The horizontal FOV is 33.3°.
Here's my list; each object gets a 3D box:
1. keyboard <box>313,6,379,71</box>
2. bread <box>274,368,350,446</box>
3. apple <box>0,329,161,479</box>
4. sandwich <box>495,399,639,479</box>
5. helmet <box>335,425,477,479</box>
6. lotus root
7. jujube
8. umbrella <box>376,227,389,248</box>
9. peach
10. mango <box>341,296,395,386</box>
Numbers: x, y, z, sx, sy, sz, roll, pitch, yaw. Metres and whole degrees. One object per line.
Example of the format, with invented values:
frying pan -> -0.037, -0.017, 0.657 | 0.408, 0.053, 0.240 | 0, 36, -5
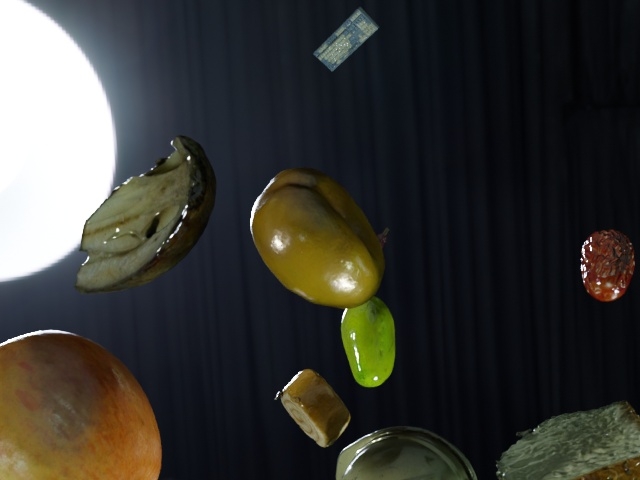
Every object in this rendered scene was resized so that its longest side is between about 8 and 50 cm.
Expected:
keyboard -> 0.049, -0.394, 2.107 | 0.176, 0.055, 0.014 | -34, -165, 53
bread -> -0.011, 0.274, 1.727 | 0.073, 0.122, 0.149 | -39, 170, -15
apple -> -0.336, 0.270, 1.326 | 0.275, 0.299, 0.299 | 38, -152, 25
sandwich -> 0.425, 0.380, 1.724 | 0.262, 0.131, 0.325 | -21, -172, 0
helmet -> 0.095, 0.393, 1.602 | 0.257, 0.204, 0.137 | -19, 175, 34
lotus root -> -0.266, -0.019, 1.748 | 0.142, 0.210, 0.314 | 18, 148, -42
jujube -> 0.639, 0.057, 2.379 | 0.109, 0.176, 0.112 | 28, 138, -18
umbrella -> 0.089, 0.024, 1.885 | 0.025, 0.027, 0.165 | -13, -156, 33
peach -> 0.000, 0.000, 1.683 | 0.153, 0.251, 0.251 | -47, 169, 23
mango -> 0.088, 0.182, 1.937 | 0.089, 0.163, 0.117 | -6, 178, 22
